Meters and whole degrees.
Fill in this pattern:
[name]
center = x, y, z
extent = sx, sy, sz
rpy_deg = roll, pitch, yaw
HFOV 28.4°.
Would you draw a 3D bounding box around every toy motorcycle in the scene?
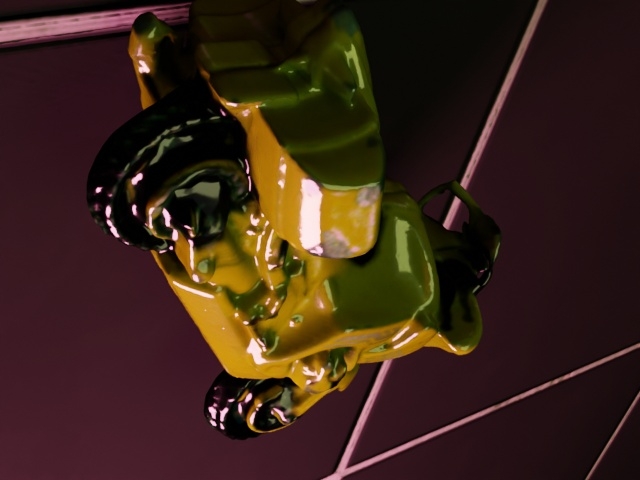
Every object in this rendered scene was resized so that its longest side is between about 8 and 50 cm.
[toy motorcycle]
center = 0.001, 0.002, 0.697
extent = 0.206, 0.142, 0.342
rpy_deg = -38, 150, -12
